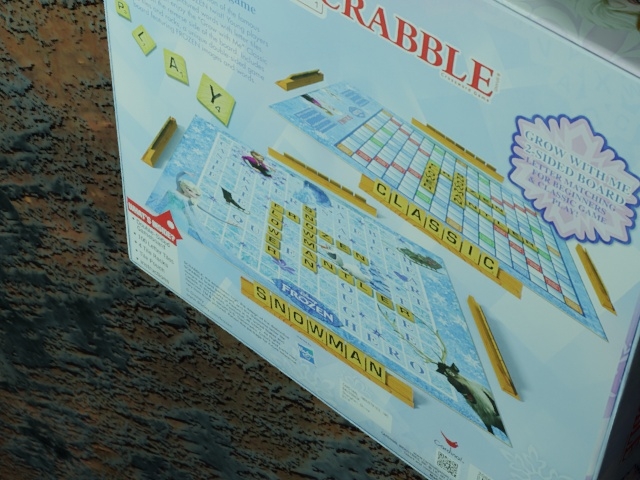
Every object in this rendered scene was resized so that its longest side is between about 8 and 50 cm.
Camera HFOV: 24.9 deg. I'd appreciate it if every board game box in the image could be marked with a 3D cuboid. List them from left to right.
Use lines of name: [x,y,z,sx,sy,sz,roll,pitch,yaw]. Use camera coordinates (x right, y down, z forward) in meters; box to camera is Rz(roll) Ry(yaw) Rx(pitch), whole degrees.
board game box: [0.029,-0.032,0.681,0.319,0.066,0.318,34,145,25]
